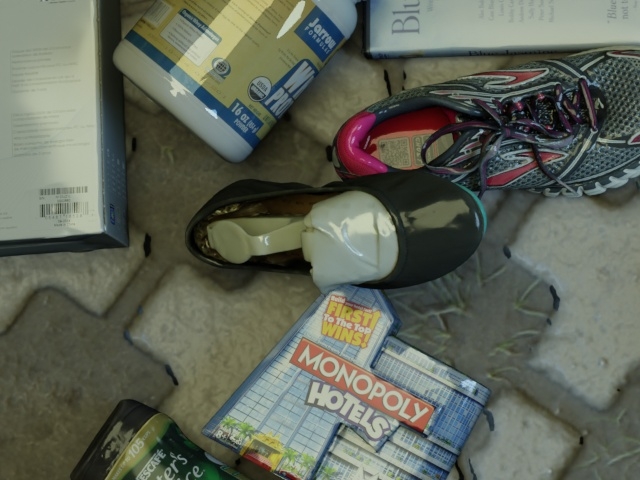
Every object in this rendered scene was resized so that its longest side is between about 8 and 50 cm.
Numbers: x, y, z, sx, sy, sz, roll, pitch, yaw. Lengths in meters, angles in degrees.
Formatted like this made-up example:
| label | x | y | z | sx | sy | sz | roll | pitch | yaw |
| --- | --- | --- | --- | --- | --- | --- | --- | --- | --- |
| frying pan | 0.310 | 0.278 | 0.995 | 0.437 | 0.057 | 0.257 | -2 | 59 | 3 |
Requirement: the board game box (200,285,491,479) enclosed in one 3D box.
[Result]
| label | x | y | z | sx | sy | sz | roll | pitch | yaw |
| --- | --- | --- | --- | --- | --- | --- | --- | --- | --- |
| board game box | 0.033 | 0.121 | 1.570 | 0.194 | 0.060 | 0.194 | 27 | 87 | 12 |

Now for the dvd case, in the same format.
| label | x | y | z | sx | sy | sz | roll | pitch | yaw |
| --- | --- | --- | --- | --- | --- | --- | --- | --- | --- |
| dvd case | 0.161 | -0.249 | 1.627 | 0.253 | 0.022 | 0.180 | -1 | 81 | 9 |

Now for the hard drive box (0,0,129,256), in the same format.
| label | x | y | z | sx | sy | sz | roll | pitch | yaw |
| --- | --- | --- | --- | --- | --- | --- | --- | --- | --- |
| hard drive box | -0.264 | -0.106 | 1.636 | 0.181 | 0.089 | 0.232 | -3 | 81 | 8 |

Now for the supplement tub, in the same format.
| label | x | y | z | sx | sy | sz | roll | pitch | yaw |
| --- | --- | --- | --- | --- | --- | --- | --- | --- | --- |
| supplement tub | -0.061 | -0.181 | 1.588 | 0.144 | 0.144 | 0.199 | 40 | 89 | 12 |

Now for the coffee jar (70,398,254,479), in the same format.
| label | x | y | z | sx | sy | sz | roll | pitch | yaw |
| --- | --- | --- | --- | --- | --- | --- | --- | --- | --- |
| coffee jar | -0.112 | 0.213 | 1.568 | 0.184 | 0.079 | 0.096 | 33 | 87 | 13 |

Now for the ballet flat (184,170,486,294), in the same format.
| label | x | y | z | sx | sy | sz | roll | pitch | yaw |
| --- | --- | --- | --- | --- | --- | --- | --- | --- | --- |
| ballet flat | 0.000 | 0.000 | 1.515 | 0.280 | 0.096 | 0.095 | -2 | 105 | 43 |

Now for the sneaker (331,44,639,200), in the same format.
| label | x | y | z | sx | sy | sz | roll | pitch | yaw |
| --- | --- | --- | --- | --- | --- | --- | --- | --- | --- |
| sneaker | 0.158 | -0.087 | 1.557 | 0.299 | 0.112 | 0.120 | -16 | 79 | 5 |
